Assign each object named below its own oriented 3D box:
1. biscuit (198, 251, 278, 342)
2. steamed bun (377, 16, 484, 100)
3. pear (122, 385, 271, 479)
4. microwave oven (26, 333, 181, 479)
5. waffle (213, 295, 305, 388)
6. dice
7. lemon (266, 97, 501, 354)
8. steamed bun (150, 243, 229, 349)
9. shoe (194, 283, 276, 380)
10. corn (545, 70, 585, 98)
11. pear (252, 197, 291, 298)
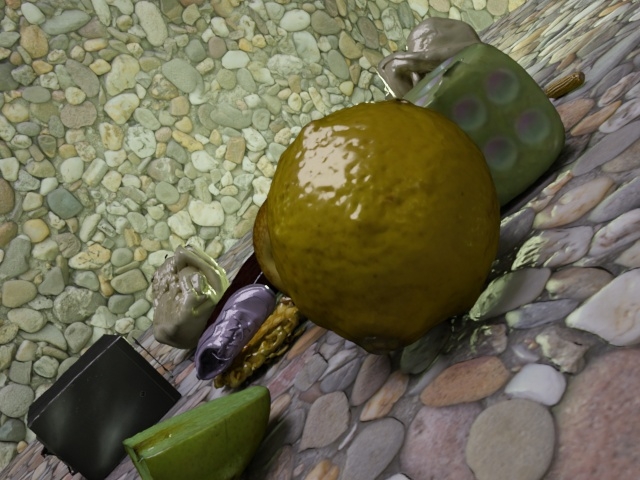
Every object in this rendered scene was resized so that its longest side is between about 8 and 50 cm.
[{"bbox_3d":[-0.195,0.149,1.677,0.407,0.091,0.407,-51,13,17],"label":"biscuit"},{"bbox_3d":[0.338,-0.433,1.704,0.352,0.339,0.247,-29,50,10],"label":"steamed bun"},{"bbox_3d":[-0.175,0.332,0.965,0.239,0.139,0.288,-31,1,-28],"label":"pear"},{"bbox_3d":[-0.633,0.464,1.696,0.374,0.236,0.432,-48,13,-24],"label":"microwave oven"},{"bbox_3d":[-0.144,0.232,1.379,0.280,0.060,0.262,-50,16,-20],"label":"waffle"},{"bbox_3d":[0.274,-0.200,1.125,0.252,0.254,0.250,-42,9,4],"label":"dice"},{"bbox_3d":[0.087,-0.019,0.886,0.350,0.350,0.386,-26,51,53],"label":"lemon"},{"bbox_3d":[-0.409,0.186,1.981,0.394,0.238,0.346,38,110,56],"label":"steamed bun"},{"bbox_3d":[-0.191,0.203,1.303,0.245,0.095,0.137,-47,16,14],"label":"shoe"},{"bbox_3d":[0.541,-0.343,1.315,0.037,0.037,0.092,-48,12,-28],"label":"corn"},{"bbox_3d":[0.000,0.000,1.243,0.281,0.280,0.280,-40,12,10],"label":"pear"}]
